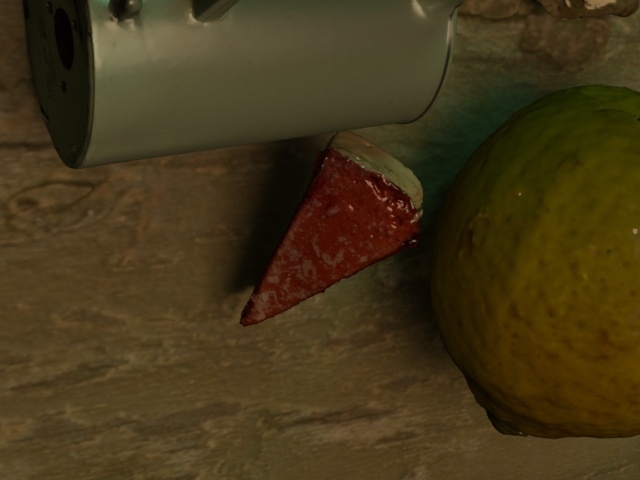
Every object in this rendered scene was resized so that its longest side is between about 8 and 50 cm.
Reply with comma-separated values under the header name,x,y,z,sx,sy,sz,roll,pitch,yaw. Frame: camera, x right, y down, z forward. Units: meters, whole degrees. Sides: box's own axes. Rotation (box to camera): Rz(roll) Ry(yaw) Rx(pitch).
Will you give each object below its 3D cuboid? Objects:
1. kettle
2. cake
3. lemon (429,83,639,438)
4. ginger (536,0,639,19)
name,x,y,z,sx,sy,sz,roll,pitch,yaw
kettle,-0.057,-0.192,0.881,0.318,0.205,0.265,-7,147,-26
cake,0.019,0.007,1.025,0.116,0.086,0.220,26,123,-1
lemon,0.276,0.031,1.091,0.349,0.350,0.387,28,101,-33
ginger,0.218,-0.278,1.103,0.288,0.075,0.089,10,99,-27
